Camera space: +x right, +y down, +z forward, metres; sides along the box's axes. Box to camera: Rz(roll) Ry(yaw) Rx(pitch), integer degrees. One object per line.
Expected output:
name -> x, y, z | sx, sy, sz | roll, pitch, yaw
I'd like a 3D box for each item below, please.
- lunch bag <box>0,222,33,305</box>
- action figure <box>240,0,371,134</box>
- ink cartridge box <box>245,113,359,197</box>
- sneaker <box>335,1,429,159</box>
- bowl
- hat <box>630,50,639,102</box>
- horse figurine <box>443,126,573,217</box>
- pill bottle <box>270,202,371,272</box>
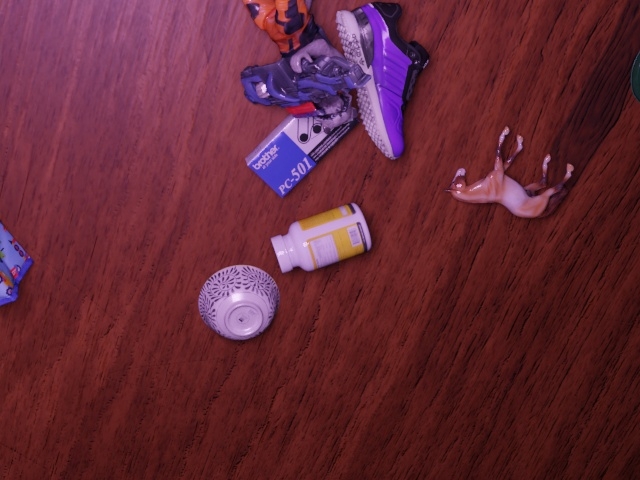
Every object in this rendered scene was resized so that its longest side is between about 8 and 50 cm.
lunch bag -> -0.706, 0.047, 1.235 | 0.293, 0.138, 0.221 | -24, 120, 8
action figure -> -0.009, -0.331, 1.154 | 0.178, 0.341, 0.330 | -38, 122, -26
ink cartridge box -> -0.035, -0.188, 1.331 | 0.207, 0.046, 0.097 | -43, 114, 7
sneaker -> 0.137, -0.295, 1.295 | 0.146, 0.102, 0.293 | -21, 116, -5
bowl -> -0.159, 0.142, 1.427 | 0.170, 0.080, 0.170 | -5, 115, -12
hat -> 0.733, -0.316, 1.386 | 0.208, 0.183, 0.173 | -37, 117, 4
horse figurine -> 0.410, -0.116, 1.462 | 0.263, 0.066, 0.174 | 25, 99, -20
pill bottle -> 0.000, 0.000, 1.390 | 0.184, 0.103, 0.103 | -19, 116, -5
